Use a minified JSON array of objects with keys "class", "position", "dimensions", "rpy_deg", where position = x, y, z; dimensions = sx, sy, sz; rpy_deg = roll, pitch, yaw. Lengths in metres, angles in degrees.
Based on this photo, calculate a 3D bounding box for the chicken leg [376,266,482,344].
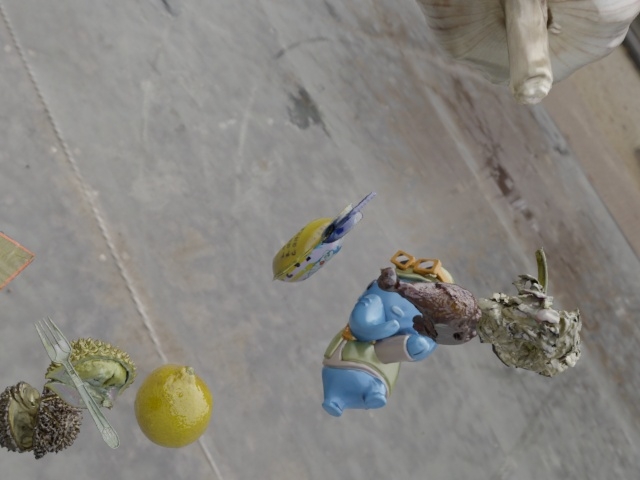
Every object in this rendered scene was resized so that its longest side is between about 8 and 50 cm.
[{"class":"chicken leg","position":[0.133,0.079,0.960],"dimensions":[0.219,0.089,0.048],"rpy_deg":[43,44,-61]}]

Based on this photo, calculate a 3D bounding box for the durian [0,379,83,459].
[{"class":"durian","position":[-0.579,0.367,1.766],"dimensions":[0.196,0.196,0.167],"rpy_deg":[33,65,-39]}]

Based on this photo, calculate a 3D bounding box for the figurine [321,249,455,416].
[{"class":"figurine","position":[0.106,0.137,1.224],"dimensions":[0.153,0.180,0.262],"rpy_deg":[35,58,-9]}]

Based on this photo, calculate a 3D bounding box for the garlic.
[{"class":"garlic","position":[0.150,-0.175,0.652],"dimensions":[0.199,0.199,0.226],"rpy_deg":[42,45,-26]}]

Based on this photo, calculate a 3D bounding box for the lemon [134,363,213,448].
[{"class":"lemon","position":[-0.338,0.380,1.967],"dimensions":[0.186,0.244,0.187],"rpy_deg":[12,41,-11]}]

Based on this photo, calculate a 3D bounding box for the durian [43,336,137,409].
[{"class":"durian","position":[-0.398,0.237,1.511],"dimensions":[0.208,0.146,0.102],"rpy_deg":[78,-9,-49]}]

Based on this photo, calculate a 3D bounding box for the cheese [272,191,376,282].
[{"class":"cheese","position":[0.000,0.000,1.279],"dimensions":[0.064,0.250,0.156],"rpy_deg":[48,53,-1]}]

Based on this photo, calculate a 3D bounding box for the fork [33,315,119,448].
[{"class":"fork","position":[-0.350,0.211,1.232],"dimensions":[0.034,0.028,0.219],"rpy_deg":[-32,103,-28]}]

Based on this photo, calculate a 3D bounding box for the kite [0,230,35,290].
[{"class":"kite","position":[-0.529,0.047,0.992],"dimensions":[0.377,0.013,0.328],"rpy_deg":[-5,55,-18]}]

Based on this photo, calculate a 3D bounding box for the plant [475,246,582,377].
[{"class":"plant","position":[0.221,0.073,0.883],"dimensions":[0.116,0.104,0.122],"rpy_deg":[46,55,-39]}]
